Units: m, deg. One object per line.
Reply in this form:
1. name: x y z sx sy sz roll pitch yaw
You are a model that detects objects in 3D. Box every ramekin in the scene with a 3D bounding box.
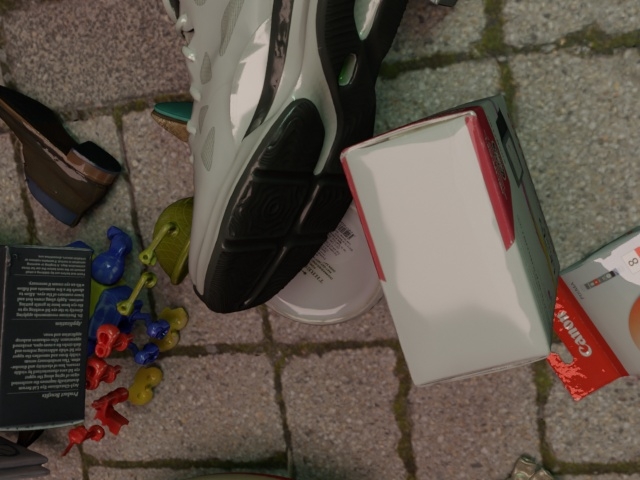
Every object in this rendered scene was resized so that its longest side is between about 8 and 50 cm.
1. ramekin: 0.000 0.000 0.996 0.207 0.109 0.207 4 115 10

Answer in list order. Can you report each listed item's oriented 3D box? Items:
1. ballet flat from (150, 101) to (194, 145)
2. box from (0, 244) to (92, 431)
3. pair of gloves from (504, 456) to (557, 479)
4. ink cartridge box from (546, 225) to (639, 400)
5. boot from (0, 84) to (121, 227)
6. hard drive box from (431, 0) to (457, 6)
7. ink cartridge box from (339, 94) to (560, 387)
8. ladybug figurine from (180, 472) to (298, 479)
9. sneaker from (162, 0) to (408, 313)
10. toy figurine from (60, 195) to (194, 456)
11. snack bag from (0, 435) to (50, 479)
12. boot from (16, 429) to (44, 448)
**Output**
1. ballet flat: -0.112 -0.130 1.050 0.206 0.073 0.067 7 119 21
2. box: -0.355 0.108 1.014 0.153 0.108 0.207 1 88 48
3. pair of gloves: 0.285 0.402 1.056 0.240 0.042 0.204 36 115 10
4. ink cartridge box: 0.323 0.088 0.967 0.179 0.045 0.145 -35 90 20
5. boot: -0.377 -0.113 1.135 0.219 0.082 0.106 36 109 5
6. hard drive box: 0.121 -0.392 0.896 0.181 0.089 0.232 35 111 9
7. ink cartridge box: 0.144 -0.019 0.859 0.131 0.306 0.226 -17 97 21
8. ladybug figurine: -0.106 0.437 1.130 0.449 0.162 0.305 -8 99 20
9. sneaker: -0.079 -0.166 0.871 0.257 0.169 0.448 32 111 33
10. toy figurine: -0.298 0.062 1.100 0.217 0.191 0.363 31 109 15
11. snack bag: -0.585 0.261 1.142 0.323 0.342 0.037 16 86 24
12. boot: -0.456 0.245 1.271 0.114 0.037 0.106 39 105 6
